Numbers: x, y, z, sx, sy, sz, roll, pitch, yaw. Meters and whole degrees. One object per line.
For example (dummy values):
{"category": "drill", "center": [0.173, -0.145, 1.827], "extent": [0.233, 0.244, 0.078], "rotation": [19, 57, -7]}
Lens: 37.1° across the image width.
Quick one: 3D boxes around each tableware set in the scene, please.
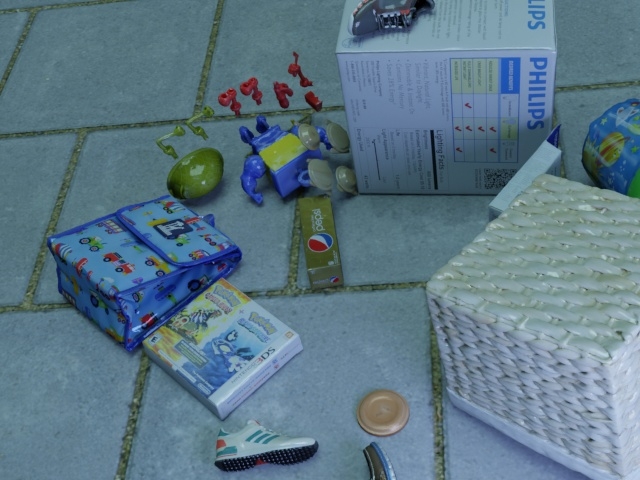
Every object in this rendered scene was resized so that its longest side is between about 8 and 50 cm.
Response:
{"category": "tableware set", "center": [0.015, -0.157, 1.800], "extent": [0.020, 0.141, 0.169], "rotation": [-28, 66, 39]}

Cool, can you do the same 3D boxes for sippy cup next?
{"category": "sippy cup", "center": [0.573, -0.126, 1.636], "extent": [0.305, 0.240, 0.224], "rotation": [-1, 31, -23]}

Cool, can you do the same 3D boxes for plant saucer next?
{"category": "plant saucer", "center": [0.097, 0.268, 1.495], "extent": [0.083, 0.013, 0.083], "rotation": [-6, 47, 7]}

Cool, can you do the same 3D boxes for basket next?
{"category": "basket", "center": [0.375, 0.112, 1.377], "extent": [0.328, 0.266, 0.331], "rotation": [-41, 40, -26]}

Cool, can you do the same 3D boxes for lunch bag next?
{"category": "lunch bag", "center": [-0.303, 0.033, 1.735], "extent": [0.293, 0.138, 0.221], "rotation": [-32, 48, -33]}

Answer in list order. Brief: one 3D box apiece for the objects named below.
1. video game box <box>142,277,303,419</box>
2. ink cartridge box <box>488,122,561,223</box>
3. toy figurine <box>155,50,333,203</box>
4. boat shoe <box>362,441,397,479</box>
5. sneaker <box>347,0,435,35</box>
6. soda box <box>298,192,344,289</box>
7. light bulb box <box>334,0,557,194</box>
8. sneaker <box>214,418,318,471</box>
{"category": "video game box", "center": [-0.166, 0.177, 1.610], "extent": [0.205, 0.048, 0.187], "rotation": [33, 59, 33]}
{"category": "ink cartridge box", "center": [0.357, -0.046, 1.589], "extent": [0.045, 0.223, 0.224], "rotation": [26, 59, 30]}
{"category": "toy figurine", "center": [-0.101, -0.168, 1.825], "extent": [0.362, 0.191, 0.217], "rotation": [-34, 55, -18]}
{"category": "boat shoe", "center": [0.085, 0.373, 1.366], "extent": [0.066, 0.066, 0.183], "rotation": [-18, 47, -3]}
{"category": "sneaker", "center": [0.119, -0.373, 1.564], "extent": [0.158, 0.061, 0.065], "rotation": [-30, 57, -13]}
{"category": "soda box", "center": [0.000, 0.000, 1.730], "extent": [0.061, 0.058, 0.181], "rotation": [-10, 46, 2]}
{"category": "light bulb box", "center": [0.236, -0.276, 1.731], "extent": [0.361, 0.358, 0.225], "rotation": [1, 51, 11]}
{"category": "sneaker", "center": [-0.085, 0.305, 1.467], "extent": [0.161, 0.057, 0.075], "rotation": [-10, 52, 6]}
